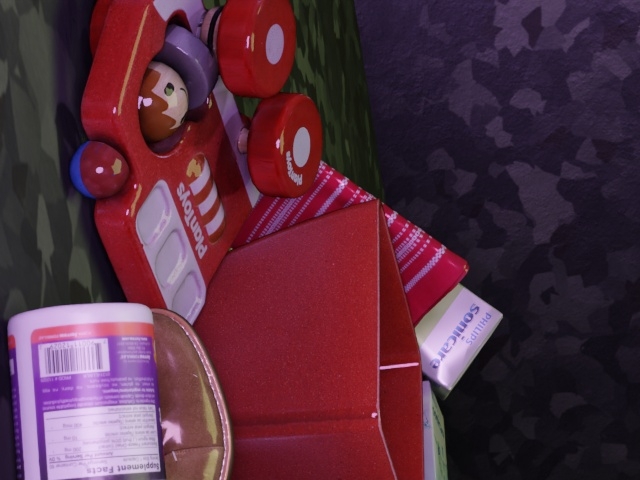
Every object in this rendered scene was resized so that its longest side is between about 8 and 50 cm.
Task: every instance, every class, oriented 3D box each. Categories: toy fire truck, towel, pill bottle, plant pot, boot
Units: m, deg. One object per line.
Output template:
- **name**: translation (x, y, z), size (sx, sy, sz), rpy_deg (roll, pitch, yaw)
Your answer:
- **toy fire truck**: translation (-0.131, -0.088, 1.629), size (0.302, 0.169, 0.254), rpy_deg (74, 32, -43)
- **towel**: translation (0.000, 0.000, 1.858), size (0.199, 0.275, 0.031), rpy_deg (-48, -170, 52)
- **pill bottle**: translation (-0.168, 0.147, 1.316), size (0.108, 0.108, 0.193), rpy_deg (35, 50, -78)
- **plant pot**: translation (-0.035, 0.151, 1.745), size (0.267, 0.236, 0.267), rpy_deg (74, 14, -47)
- **boot**: translation (-0.142, 0.200, 1.488), size (0.115, 0.112, 0.305), rpy_deg (29, 56, -66)

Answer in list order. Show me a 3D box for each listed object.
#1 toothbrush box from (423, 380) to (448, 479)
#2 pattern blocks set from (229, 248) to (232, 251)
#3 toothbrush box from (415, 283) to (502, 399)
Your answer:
- **toothbrush box**: translation (0.046, 0.335, 2.184), size (0.126, 0.216, 0.295), rpy_deg (67, 19, -60)
- **pattern blocks set**: translation (-0.099, 0.009, 2.115), size (0.285, 0.026, 0.324), rpy_deg (36, 47, -78)
- **toothbrush box**: translation (0.077, 0.068, 2.277), size (0.122, 0.283, 0.206), rpy_deg (-55, 175, -6)
